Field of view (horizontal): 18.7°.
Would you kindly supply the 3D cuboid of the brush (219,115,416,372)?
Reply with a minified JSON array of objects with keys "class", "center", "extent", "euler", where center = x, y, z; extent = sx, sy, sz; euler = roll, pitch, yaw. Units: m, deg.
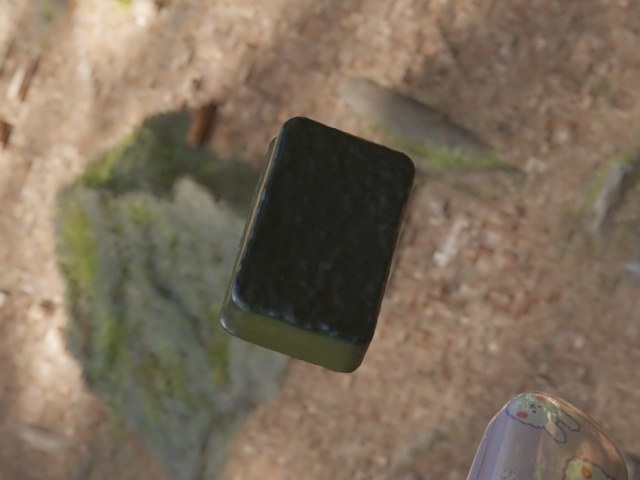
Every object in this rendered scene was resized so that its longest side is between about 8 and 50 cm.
[{"class":"brush","center":[0.000,0.000,1.579],"extent":[0.059,0.123,0.197],"euler":[117,169,-60]}]

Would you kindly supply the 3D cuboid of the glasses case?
[{"class":"glasses case","center":[0.146,0.227,1.363],"extent":[0.075,0.113,0.297],"euler":[-48,13,43]}]
